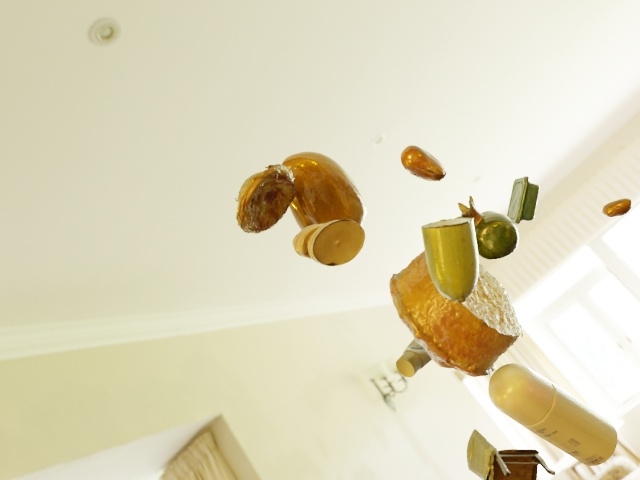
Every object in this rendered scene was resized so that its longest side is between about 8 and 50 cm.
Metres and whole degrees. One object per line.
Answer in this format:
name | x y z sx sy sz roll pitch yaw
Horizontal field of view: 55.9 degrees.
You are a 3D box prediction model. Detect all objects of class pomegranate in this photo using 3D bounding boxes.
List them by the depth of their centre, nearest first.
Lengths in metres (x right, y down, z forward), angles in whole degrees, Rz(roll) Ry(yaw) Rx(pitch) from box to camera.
pomegranate | 0.457 -0.032 1.681 0.131 0.191 0.152 -52 14 8

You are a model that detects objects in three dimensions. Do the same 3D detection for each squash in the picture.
squash | 0.294 0.044 1.331 0.123 0.186 0.123 -11 0 0

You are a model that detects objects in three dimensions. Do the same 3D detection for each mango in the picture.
mango | 0.326 -0.237 1.915 0.084 0.159 0.105 -54 -16 28
mango | 1.088 -0.120 2.212 0.080 0.060 0.114 1 -15 -31
mango | 0.006 -0.175 2.506 0.300 0.445 0.232 -39 14 -2

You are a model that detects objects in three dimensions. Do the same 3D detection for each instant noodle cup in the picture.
instant noodle cup | 0.748 -0.143 2.226 0.157 0.070 0.179 -63 -18 -87

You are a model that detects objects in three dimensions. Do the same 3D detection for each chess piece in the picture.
chess piece | 0.000 0.000 1.684 0.138 0.124 0.307 -62 18 -7

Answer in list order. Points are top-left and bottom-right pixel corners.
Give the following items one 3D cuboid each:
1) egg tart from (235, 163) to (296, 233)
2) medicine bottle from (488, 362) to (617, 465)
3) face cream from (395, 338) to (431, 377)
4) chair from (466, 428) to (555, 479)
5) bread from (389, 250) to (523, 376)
egg tart | -0.218 -0.165 2.261 0.295 0.116 0.295 -32 -37 -28
medicine bottle | 0.556 0.417 1.472 0.130 0.341 0.130 -52 15 20
face cream | 0.332 0.348 1.932 0.224 0.114 0.070 -33 -53 -42
chair | 0.615 0.751 1.972 0.186 0.160 0.319 3 3 -3
bread | 0.370 0.186 1.701 0.398 0.398 0.215 -5 -38 -53
